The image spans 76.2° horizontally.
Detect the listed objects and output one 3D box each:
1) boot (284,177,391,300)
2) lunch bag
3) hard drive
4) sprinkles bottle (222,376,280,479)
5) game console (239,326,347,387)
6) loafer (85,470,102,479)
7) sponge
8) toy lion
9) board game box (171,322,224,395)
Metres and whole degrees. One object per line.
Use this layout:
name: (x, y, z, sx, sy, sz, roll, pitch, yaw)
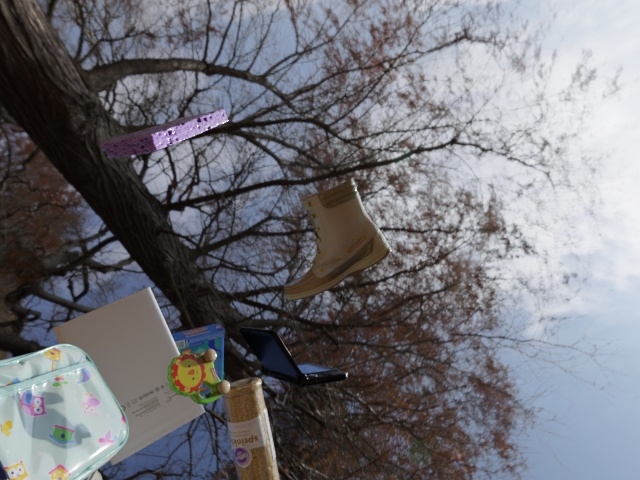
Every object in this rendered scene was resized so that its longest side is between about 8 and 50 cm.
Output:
boot: (0.000, 0.000, 0.741, 0.213, 0.165, 0.077, -29, -170, 5)
lunch bag: (-0.433, 0.274, 0.600, 0.107, 0.279, 0.224, -34, -98, 5)
hard drive: (-0.471, 0.327, 1.021, 0.232, 0.047, 0.353, -24, -92, -23)
sprinkles bottle: (-0.192, 0.582, 1.157, 0.121, 0.121, 0.356, -12, -96, -4)
game console: (-0.039, 0.150, 0.547, 0.107, 0.122, 0.071, 3, -99, -31)
loafer: (-0.457, 0.516, 0.781, 0.112, 0.319, 0.112, -34, -95, -36)
sponge: (-0.277, -0.199, 0.749, 0.117, 0.031, 0.210, -1, -154, 26)
toy lion: (-0.221, 0.245, 0.724, 0.096, 0.034, 0.100, -19, -99, -54)
board game box: (-0.371, 0.366, 1.219, 0.160, 0.211, 0.047, -6, -161, -36)
